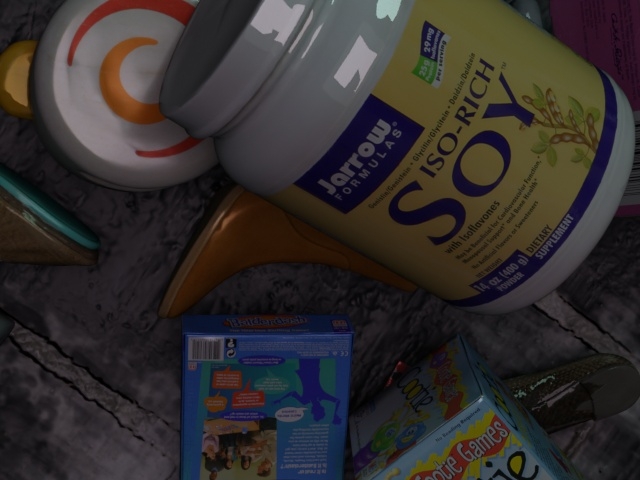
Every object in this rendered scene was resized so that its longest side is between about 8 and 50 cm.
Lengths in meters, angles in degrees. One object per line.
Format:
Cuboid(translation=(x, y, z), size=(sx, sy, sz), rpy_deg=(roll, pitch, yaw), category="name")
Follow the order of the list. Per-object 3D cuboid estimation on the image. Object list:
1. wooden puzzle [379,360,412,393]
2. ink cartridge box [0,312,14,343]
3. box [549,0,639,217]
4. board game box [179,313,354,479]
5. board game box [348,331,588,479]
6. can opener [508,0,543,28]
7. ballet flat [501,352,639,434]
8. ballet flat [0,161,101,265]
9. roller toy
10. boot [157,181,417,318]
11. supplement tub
Cuboid(translation=(0.088, 0.156, 1.132), size=(0.049, 0.006, 0.083), rpy_deg=(30, 87, -7), category="wooden puzzle")
Cuboid(translation=(-0.409, 0.103, 0.929), size=(0.198, 0.270, 0.197), rpy_deg=(37, 86, -7), category="ink cartridge box")
Cuboid(translation=(0.357, -0.137, 1.067), size=(0.243, 0.117, 0.214), rpy_deg=(-7, 92, -31), category="box")
Cuboid(translation=(-0.055, 0.174, 1.062), size=(0.160, 0.047, 0.210), rpy_deg=(1, 109, -8), category="board game box")
Cuboid(translation=(0.168, 0.249, 1.043), size=(0.142, 0.144, 0.275), rpy_deg=(-39, 105, 10), category="board game box")
Cuboid(translation=(0.183, -0.096, 1.103), size=(0.074, 0.093, 0.280), rpy_deg=(-6, 97, -9), category="can opener")
Cuboid(translation=(0.202, 0.168, 1.130), size=(0.249, 0.058, 0.084), rpy_deg=(-18, 111, -2), category="ballet flat")
Cuboid(translation=(-0.361, -0.061, 1.013), size=(0.342, 0.116, 0.124), rpy_deg=(42, 90, -4), category="ballet flat")
Cuboid(translation=(-0.171, -0.138, 1.019), size=(0.209, 0.146, 0.191), rpy_deg=(-38, 102, -15), category="roller toy")
Cuboid(translation=(0.000, -0.001, 1.071), size=(0.211, 0.104, 0.295), rpy_deg=(35, 88, -11), category="boot")
Cuboid(translation=(0.062, -0.108, 0.909), size=(0.331, 0.241, 0.241), rpy_deg=(29, 87, -22), category="supplement tub")
